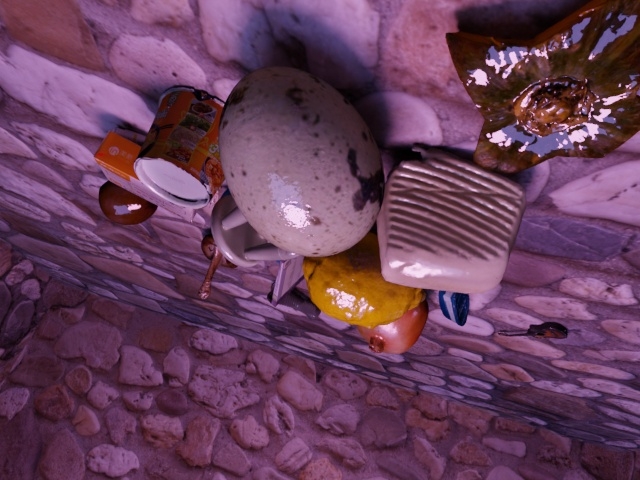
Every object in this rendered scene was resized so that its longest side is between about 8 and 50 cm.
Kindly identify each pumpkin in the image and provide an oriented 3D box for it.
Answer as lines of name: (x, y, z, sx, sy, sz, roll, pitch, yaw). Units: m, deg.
pumpkin: (0.336, -0.211, 0.610, 0.258, 0.095, 0.290, 2, 145, 36)

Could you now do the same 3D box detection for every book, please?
book: (-0.076, 0.076, 1.172, 0.026, 0.157, 0.231, 35, 140, 17)

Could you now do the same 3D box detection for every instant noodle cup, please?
instant noodle cup: (-0.298, -0.196, 0.927, 0.229, 0.183, 0.230, 15, 152, 8)

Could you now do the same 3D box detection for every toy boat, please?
toy boat: (0.434, 0.209, 1.321, 0.061, 0.096, 0.299, 14, 156, 31)

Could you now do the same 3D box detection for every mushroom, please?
mushroom: (-0.386, 0.103, 1.480, 0.147, 0.218, 0.227, 15, 152, 8)

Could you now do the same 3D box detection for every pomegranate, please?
pomegranate: (0.224, 0.253, 1.336, 0.228, 0.271, 0.252, 23, 146, 9)

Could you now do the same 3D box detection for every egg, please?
egg: (-0.034, -0.135, 0.768, 0.287, 0.288, 0.379, -7, 131, 39)

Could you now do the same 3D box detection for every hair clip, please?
hair clip: (-0.299, -0.150, 1.166, 0.072, 0.034, 0.226, 16, 152, 3)

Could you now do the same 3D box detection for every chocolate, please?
chocolate: (-0.585, -0.120, 1.266, 0.176, 0.177, 0.177, 14, 152, 8)

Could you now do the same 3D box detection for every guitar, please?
guitar: (0.723, 0.317, 1.412, 0.088, 0.025, 0.233, 32, 150, -25)

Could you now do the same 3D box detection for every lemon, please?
lemon: (0.114, 0.106, 1.142, 0.316, 0.286, 0.285, 29, 151, -32)

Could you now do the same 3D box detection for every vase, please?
vase: (-0.103, 0.261, 1.731, 0.115, 0.116, 0.237, -11, 143, 43)

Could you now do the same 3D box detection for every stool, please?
stool: (-0.138, -0.048, 1.026, 0.198, 0.195, 0.195, -18, 116, 28)

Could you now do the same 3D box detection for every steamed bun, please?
steamed bun: (0.264, -0.014, 0.893, 0.289, 0.274, 0.272, 13, 168, 18)

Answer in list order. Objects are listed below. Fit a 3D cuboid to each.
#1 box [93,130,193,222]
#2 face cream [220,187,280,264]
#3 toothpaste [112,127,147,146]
box: (-0.456, -0.165, 1.124, 0.273, 0.091, 0.220, 28, 164, -11)
face cream: (-0.164, -0.034, 1.240, 0.162, 0.080, 0.337, -5, 141, 41)
toothpaste: (-0.448, -0.255, 1.075, 0.190, 0.031, 0.048, 18, 149, -5)
